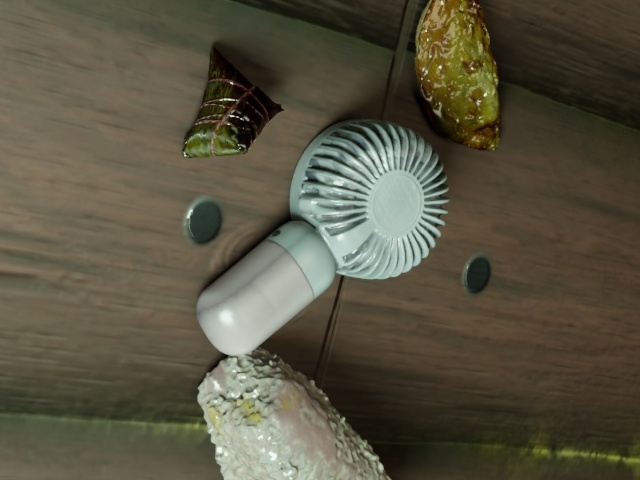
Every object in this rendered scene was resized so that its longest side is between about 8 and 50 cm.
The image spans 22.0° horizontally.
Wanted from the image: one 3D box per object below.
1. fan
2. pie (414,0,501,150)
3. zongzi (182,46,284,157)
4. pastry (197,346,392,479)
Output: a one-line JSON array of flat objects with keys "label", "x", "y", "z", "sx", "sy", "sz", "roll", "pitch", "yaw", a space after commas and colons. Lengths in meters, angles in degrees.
[{"label": "fan", "x": 0.000, "y": 0.000, "z": 1.315, "sx": 0.244, "sy": 0.074, "sz": 0.130, "roll": -39, "pitch": 116, "yaw": -22}, {"label": "pie", "x": 0.118, "y": -0.148, "z": 1.408, "sx": 0.088, "sy": 0.033, "sz": 0.191, "roll": -29, "pitch": 121, "yaw": -30}, {"label": "zongzi", "x": -0.057, "y": -0.096, "z": 1.243, "sx": 0.073, "sy": 0.067, "sz": 0.083, "roll": 19, "pitch": 71, "yaw": -38}, {"label": "pastry", "x": -0.005, "y": 0.202, "z": 1.338, "sx": 0.103, "sy": 0.112, "sz": 0.265, "roll": -53, "pitch": 134, "yaw": -33}]
